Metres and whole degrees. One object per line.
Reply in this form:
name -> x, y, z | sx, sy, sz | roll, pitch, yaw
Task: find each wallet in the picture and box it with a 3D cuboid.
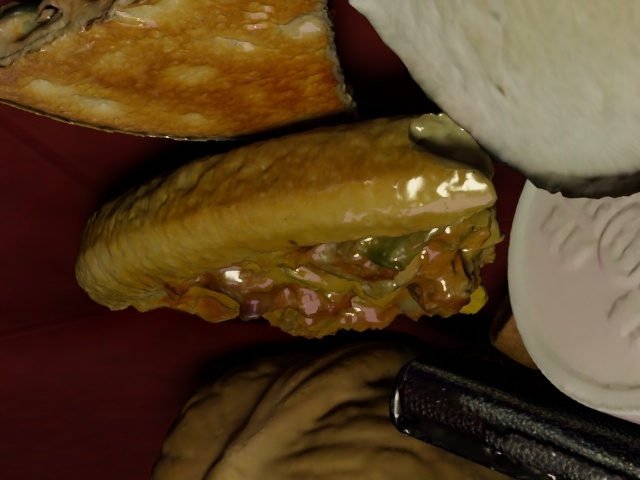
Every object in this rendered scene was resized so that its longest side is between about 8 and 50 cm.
wallet -> 0.191, 0.130, 0.935 | 0.221, 0.071, 0.262 | 15, -172, 26

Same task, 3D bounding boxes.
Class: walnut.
walnut -> 0.020, 0.220, 1.041 | 0.333, 0.333, 0.333 | -1, 154, -1

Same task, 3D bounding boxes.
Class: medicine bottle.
medicine bottle -> 0.299, 0.042, 0.756 | 0.379, 0.213, 0.213 | 20, 147, -36

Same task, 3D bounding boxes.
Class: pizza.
pizza -> -0.044, -0.105, 0.615 | 0.201, 0.053, 0.193 | 8, 153, -32
pizza -> -0.034, -0.002, 0.749 | 0.268, 0.087, 0.258 | -2, 166, 8

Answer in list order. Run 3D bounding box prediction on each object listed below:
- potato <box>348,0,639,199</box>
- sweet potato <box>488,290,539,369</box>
potato -> 0.097, -0.178, 0.315 | 0.196, 0.246, 0.299 | -32, 146, -19
sweet potato -> 0.217, 0.054, 0.933 | 0.252, 0.097, 0.097 | 10, 153, -32
